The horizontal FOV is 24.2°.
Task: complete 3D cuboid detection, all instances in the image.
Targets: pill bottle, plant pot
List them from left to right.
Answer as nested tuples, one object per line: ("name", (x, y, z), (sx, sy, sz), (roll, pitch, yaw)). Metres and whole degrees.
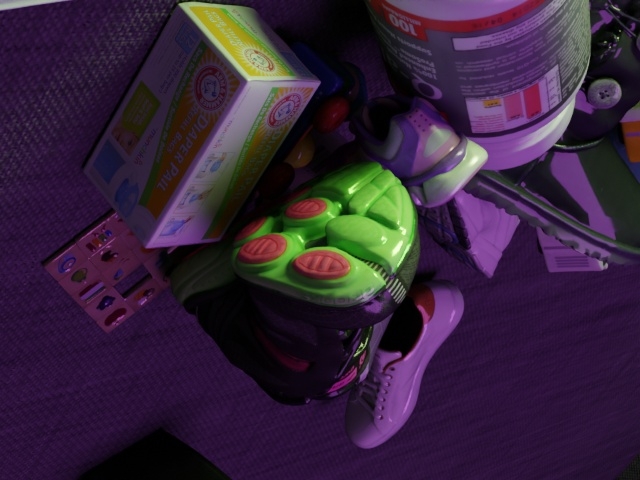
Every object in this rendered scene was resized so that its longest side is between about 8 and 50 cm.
("plant pot", (-0.209, 0.362, 1.933), (0.188, 0.167, 0.187), (-29, 153, -22))
("pill bottle", (0.155, -0.220, 1.442), (0.210, 0.210, 0.363), (-38, 154, -6))

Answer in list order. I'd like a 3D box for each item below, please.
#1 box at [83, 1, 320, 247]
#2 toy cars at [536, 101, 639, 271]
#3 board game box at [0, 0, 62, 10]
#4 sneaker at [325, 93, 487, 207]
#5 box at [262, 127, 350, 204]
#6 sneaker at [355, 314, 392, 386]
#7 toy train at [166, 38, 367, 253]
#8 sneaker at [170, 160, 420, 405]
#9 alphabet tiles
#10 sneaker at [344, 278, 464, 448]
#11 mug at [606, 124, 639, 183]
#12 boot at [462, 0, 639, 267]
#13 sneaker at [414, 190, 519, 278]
("box", (-0.111, -0.105, 1.374), (0.103, 0.114, 0.203), (-6, 137, -51))
("toy cars", (0.373, -0.104, 1.963), (0.393, 0.176, 0.087), (-60, 172, 35))
("board game box", (-0.159, -0.329, 1.017), (0.390, 0.050, 0.390), (-18, 146, -40))
("sneaker", (0.065, -0.096, 1.469), (0.095, 0.104, 0.236), (-47, -161, -18))
("box", (0.000, 0.000, 1.697), (0.094, 0.113, 0.275), (-38, 158, -24))
("sneaker", (0.056, 0.098, 1.960), (0.108, 0.100, 0.271), (-34, 155, -27))
("toy train", (-0.055, -0.088, 1.512), (0.248, 0.105, 0.143), (-50, 167, 19))
("sneaker", (0.000, 0.054, 1.465), (0.185, 0.202, 0.483), (-36, -174, -16))
("alphabet tiles", (-0.165, -0.009, 1.580), (0.237, 0.009, 0.198), (-38, 155, -6))
("sneaker", (0.088, 0.177, 2.139), (0.123, 0.106, 0.290), (-1, 123, -49))
("mug", (0.427, -0.148, 2.036), (0.158, 0.129, 0.097), (-25, 148, -31))
("boot", (0.385, -0.201, 1.752), (0.367, 0.146, 0.445), (20, 118, -30))
("sneaker", (0.192, -0.050, 1.930), (0.129, 0.111, 0.297), (-55, 160, -1))
